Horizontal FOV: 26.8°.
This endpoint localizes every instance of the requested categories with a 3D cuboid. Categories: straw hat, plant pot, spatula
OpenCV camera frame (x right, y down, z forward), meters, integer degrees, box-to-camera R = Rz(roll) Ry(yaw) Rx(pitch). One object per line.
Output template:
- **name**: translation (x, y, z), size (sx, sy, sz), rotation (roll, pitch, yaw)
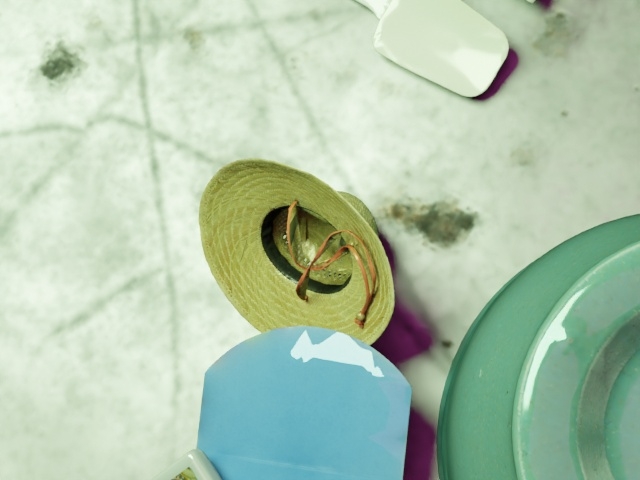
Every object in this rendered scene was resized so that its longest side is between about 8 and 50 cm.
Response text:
- **straw hat**: translation (0.000, 0.000, 0.824), size (0.144, 0.144, 0.061), rotation (40, 46, 12)
- **plant pot**: translation (0.191, 0.102, 0.684), size (0.272, 0.255, 0.271), rotation (-1, 80, 7)
- **spatula**: translation (0.041, -0.217, 0.865), size (0.242, 0.019, 0.168), rotation (32, 101, 12)

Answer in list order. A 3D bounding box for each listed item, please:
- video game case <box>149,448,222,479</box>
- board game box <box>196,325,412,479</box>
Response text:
- **video game case**: translation (-0.088, 0.250, 0.800), size (0.173, 0.022, 0.190), rotation (-37, 77, 12)
- **board game box**: translation (-0.010, 0.137, 0.816), size (0.133, 0.033, 0.168), rotation (4, 85, 20)
